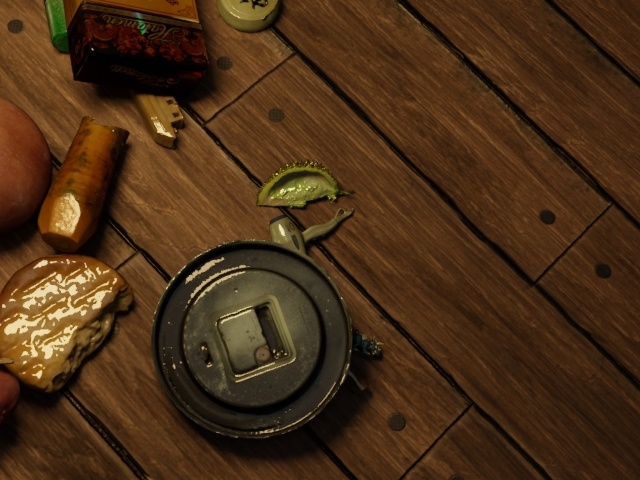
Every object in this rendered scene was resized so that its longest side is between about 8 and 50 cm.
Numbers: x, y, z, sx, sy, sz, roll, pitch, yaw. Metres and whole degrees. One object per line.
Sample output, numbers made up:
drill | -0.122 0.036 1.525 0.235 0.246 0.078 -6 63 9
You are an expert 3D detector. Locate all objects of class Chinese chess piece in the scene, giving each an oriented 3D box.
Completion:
Chinese chess piece | -0.162 -0.538 2.073 0.144 0.058 0.144 3 70 -9

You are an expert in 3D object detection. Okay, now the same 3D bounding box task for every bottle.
bottle | -0.560 -0.570 2.002 0.093 0.093 0.330 -9 72 -12

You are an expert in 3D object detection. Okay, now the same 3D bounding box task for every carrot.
carrot | -0.463 -0.119 1.819 0.114 0.114 0.302 14 57 -4

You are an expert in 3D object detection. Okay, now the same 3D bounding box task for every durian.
durian | -0.034 -0.123 1.949 0.215 0.086 0.100 -8 105 -8

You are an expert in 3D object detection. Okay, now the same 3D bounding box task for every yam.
yam | -0.015 0.169 1.851 0.327 0.045 0.045 52 42 10

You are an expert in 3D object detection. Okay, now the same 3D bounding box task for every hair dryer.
hair dryer | -0.003 0.020 1.914 0.199 0.067 0.167 -8 81 -27

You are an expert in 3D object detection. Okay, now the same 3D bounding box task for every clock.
clock | -0.130 0.190 1.780 0.386 0.076 0.386 0 76 -2

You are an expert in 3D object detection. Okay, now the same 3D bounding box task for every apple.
apple | -0.665 -0.153 1.751 0.305 0.235 0.306 1 63 -2

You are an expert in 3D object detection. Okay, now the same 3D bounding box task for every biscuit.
biscuit | -0.503 0.139 1.758 0.213 0.091 0.274 42 71 4

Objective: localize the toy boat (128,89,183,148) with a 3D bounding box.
toy boat | -0.346 -0.290 1.956 0.077 0.057 0.200 -24 75 -22

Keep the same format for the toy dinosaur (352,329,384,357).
toy dinosaur | 0.085 0.207 1.859 0.083 0.030 0.047 19 68 -3

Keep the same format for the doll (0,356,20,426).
doll | -0.658 0.250 1.655 0.256 0.196 0.152 26 42 6

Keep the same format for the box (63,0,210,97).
box | -0.399 -0.508 1.932 0.264 0.116 0.415 4 61 -34
